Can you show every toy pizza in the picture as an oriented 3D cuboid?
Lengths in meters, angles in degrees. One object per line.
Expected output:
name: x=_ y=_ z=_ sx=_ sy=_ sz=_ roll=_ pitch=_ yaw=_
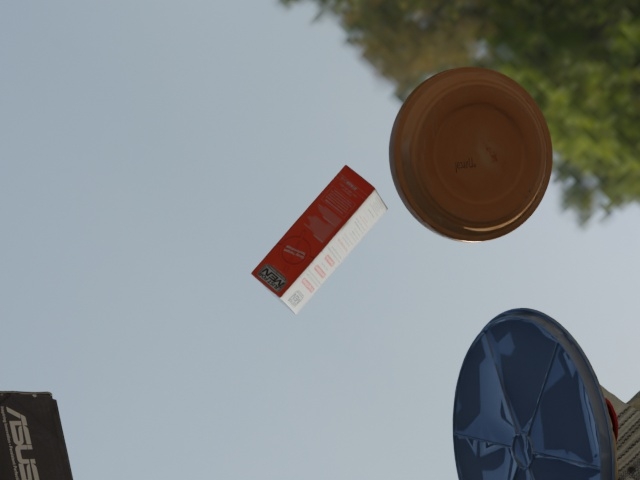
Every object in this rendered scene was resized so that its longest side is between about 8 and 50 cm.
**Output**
toy pizza: x=0.156 y=0.148 z=1.312 sx=0.032 sy=0.201 sz=0.201 roll=-3 pitch=-133 yaw=-27

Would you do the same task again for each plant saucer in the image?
plant saucer: x=0.073 y=-0.041 z=0.872 sx=0.083 sy=0.083 sz=0.013 roll=39 pitch=167 yaw=-15

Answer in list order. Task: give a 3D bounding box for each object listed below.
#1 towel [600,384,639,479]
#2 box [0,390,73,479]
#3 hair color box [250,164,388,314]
towel: x=0.242 y=0.241 z=1.411 sx=0.312 sy=0.324 sz=0.056 roll=30 pitch=144 yaw=49
box: x=-0.278 y=0.367 z=1.504 sx=0.097 sy=0.318 sz=0.395 roll=3 pitch=-126 yaw=-31
hair color box: x=0.000 y=0.000 z=1.802 sx=0.043 sy=0.141 sz=0.072 roll=39 pitch=175 yaw=20
